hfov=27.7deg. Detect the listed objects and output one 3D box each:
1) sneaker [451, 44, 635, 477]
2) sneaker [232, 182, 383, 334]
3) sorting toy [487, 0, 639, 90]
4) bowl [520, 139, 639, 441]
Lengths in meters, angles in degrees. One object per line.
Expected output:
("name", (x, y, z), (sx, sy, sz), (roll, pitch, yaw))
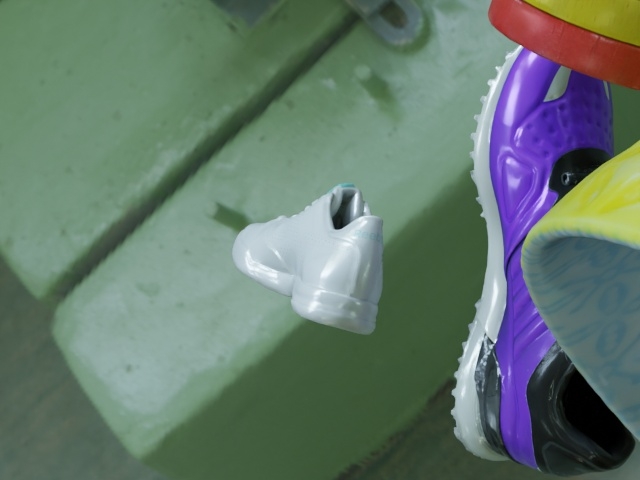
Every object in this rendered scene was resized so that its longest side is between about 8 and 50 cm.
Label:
("sneaker", (0.174, 0.012, 0.833), (0.146, 0.102, 0.293), (12, 100, 55))
("sneaker", (0.000, 0.000, 0.950), (0.212, 0.080, 0.094), (27, 102, 65))
("sorting toy", (0.156, -0.125, 0.539), (0.257, 0.255, 0.089), (-111, 34, -61))
("bowl", (0.218, 0.039, 0.378), (0.289, 0.289, 0.156), (38, 81, 31))
